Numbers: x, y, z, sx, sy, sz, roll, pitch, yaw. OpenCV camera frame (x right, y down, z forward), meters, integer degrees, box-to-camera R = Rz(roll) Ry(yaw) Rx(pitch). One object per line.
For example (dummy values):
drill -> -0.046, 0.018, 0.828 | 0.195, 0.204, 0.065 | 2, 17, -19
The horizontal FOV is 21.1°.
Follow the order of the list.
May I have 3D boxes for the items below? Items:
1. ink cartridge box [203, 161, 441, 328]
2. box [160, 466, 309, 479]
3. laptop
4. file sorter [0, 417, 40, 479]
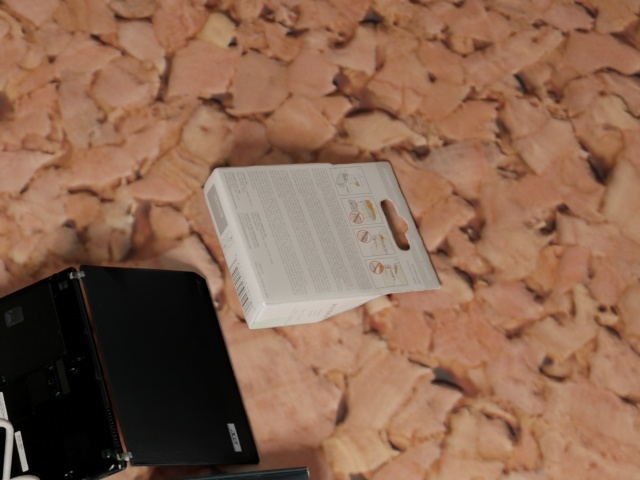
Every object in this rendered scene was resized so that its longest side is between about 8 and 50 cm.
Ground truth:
ink cartridge box -> 0.000, 0.000, 1.897 | 0.224, 0.056, 0.181 | -3, 58, -30
box -> -0.083, 0.338, 1.675 | 0.175, 0.051, 0.220 | -4, 60, -9
laptop -> -0.234, 0.160, 1.783 | 0.264, 0.136, 0.234 | -24, 62, 9
file sorter -> -0.300, 0.328, 1.517 | 0.192, 0.173, 0.278 | -19, 57, -28
